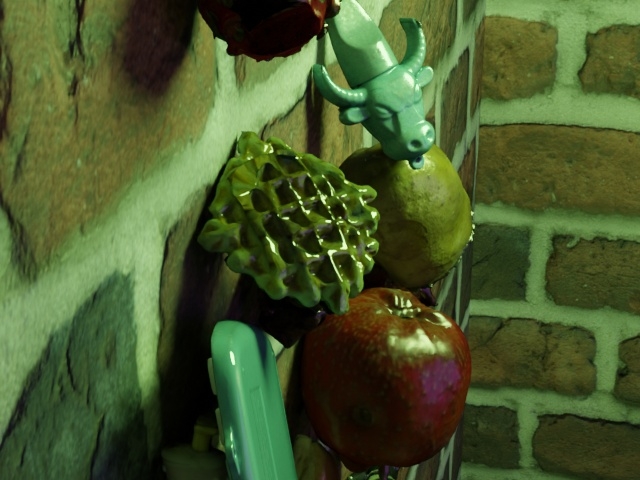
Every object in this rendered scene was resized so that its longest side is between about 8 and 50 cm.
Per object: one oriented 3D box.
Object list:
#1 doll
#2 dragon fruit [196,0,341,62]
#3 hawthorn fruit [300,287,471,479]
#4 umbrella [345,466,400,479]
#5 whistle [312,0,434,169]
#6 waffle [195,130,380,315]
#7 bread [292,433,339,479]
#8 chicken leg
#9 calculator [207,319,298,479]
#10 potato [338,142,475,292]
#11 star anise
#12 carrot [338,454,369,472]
[{"bbox_3d":[-0.136,0.286,1.235,0.129,0.081,0.207,-152,-111,-86],"label":"doll"},{"bbox_3d":[-0.056,-0.279,1.164,0.160,0.166,0.172,-5,66,-38],"label":"dragon fruit"},{"bbox_3d":[0.099,0.222,1.779,0.275,0.275,0.300,11,80,-76],"label":"hawthorn fruit"},{"bbox_3d":[0.101,0.474,2.277,0.358,0.106,0.113,-68,170,-68],"label":"umbrella"},{"bbox_3d":[0.086,-0.227,1.711,0.186,0.093,0.274,-32,100,-23],"label":"whistle"},{"bbox_3d":[-0.024,-0.020,1.328,0.054,0.204,0.223,-46,-161,46],"label":"waffle"},{"bbox_3d":[-0.015,0.364,1.746,0.106,0.082,0.125,83,21,-63],"label":"bread"},{"bbox_3d":[0.098,0.126,2.056,0.407,0.095,0.158,-49,127,-51],"label":"chicken leg"},{"bbox_3d":[-0.073,0.210,1.268,0.386,0.054,0.256,41,38,-85],"label":"calculator"},{"bbox_3d":[0.122,-0.068,1.874,0.266,0.229,0.229,57,40,-53],"label":"potato"},{"bbox_3d":[-0.020,0.030,1.489,0.190,0.125,0.220,-54,173,-40],"label":"star anise"},{"bbox_3d":[0.056,0.337,2.051,0.225,0.067,0.067,78,23,-49],"label":"carrot"}]
